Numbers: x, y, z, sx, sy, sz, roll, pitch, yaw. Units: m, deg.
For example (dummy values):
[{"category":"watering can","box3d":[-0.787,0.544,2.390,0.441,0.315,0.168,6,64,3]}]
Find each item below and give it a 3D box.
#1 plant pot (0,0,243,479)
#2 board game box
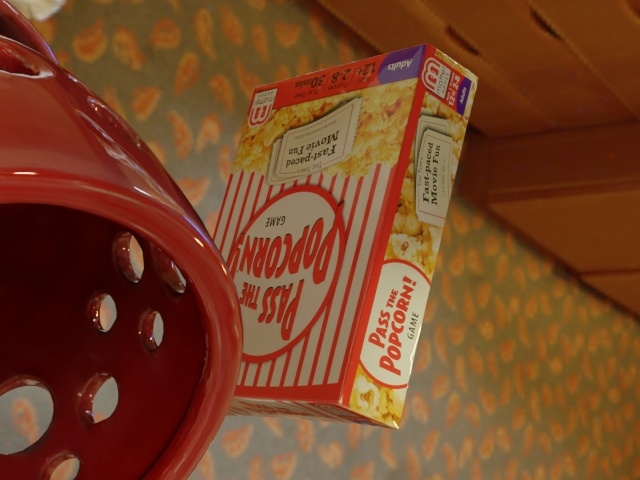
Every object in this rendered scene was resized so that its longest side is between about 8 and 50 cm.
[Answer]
[{"category":"plant pot","box3d":[-0.145,0.011,0.404,0.191,0.174,0.191,-18,132,-21]},{"category":"board game box","box3d":[0.000,0.000,0.645,0.045,0.146,0.194,27,69,-36]}]
